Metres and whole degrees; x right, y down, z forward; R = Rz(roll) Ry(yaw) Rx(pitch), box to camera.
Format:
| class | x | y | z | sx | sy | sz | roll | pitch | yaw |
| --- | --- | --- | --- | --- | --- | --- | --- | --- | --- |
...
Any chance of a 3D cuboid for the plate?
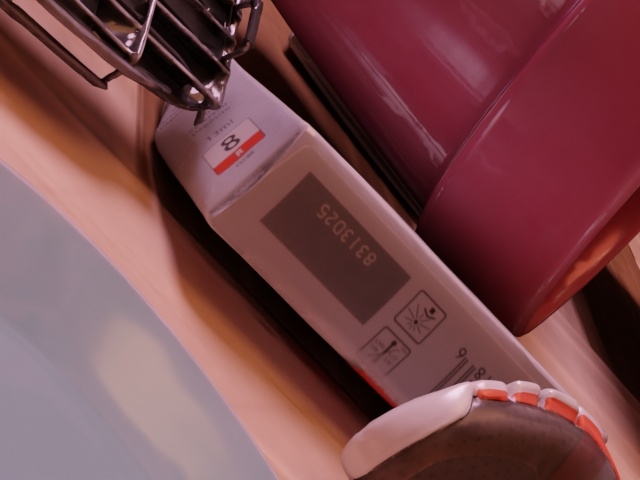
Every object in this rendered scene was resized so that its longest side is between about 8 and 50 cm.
| class | x | y | z | sx | sy | sz | roll | pitch | yaw |
| --- | --- | --- | --- | --- | --- | --- | --- | --- | --- |
| plate | -0.049 | 0.049 | 0.328 | 0.188 | 0.024 | 0.188 | 48 | 15 | -17 |

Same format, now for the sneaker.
| class | x | y | z | sx | sy | sz | roll | pitch | yaw |
| --- | --- | --- | --- | --- | --- | --- | --- | --- | --- |
| sneaker | 0.065 | 0.092 | 0.527 | 0.158 | 0.061 | 0.065 | 39 | 26 | -43 |

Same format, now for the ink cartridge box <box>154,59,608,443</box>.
| class | x | y | z | sx | sy | sz | roll | pitch | yaw |
| --- | --- | --- | --- | --- | --- | --- | --- | --- | --- |
| ink cartridge box | 0.000 | 0.000 | 0.615 | 0.145 | 0.045 | 0.179 | 46 | -3 | -26 |

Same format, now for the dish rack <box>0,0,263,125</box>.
| class | x | y | z | sx | sy | sz | roll | pitch | yaw |
| --- | --- | --- | --- | --- | --- | --- | --- | --- | --- |
| dish rack | -0.088 | -0.162 | 0.571 | 0.208 | 0.074 | 0.271 | 44 | 35 | -32 |

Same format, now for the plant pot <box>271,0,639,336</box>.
| class | x | y | z | sx | sy | sz | roll | pitch | yaw |
| --- | --- | --- | --- | --- | --- | --- | --- | --- | --- |
| plant pot | 0.073 | -0.096 | 0.695 | 0.180 | 0.201 | 0.201 | 42 | 12 | 10 |

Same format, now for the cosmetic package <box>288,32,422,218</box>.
| class | x | y | z | sx | sy | sz | roll | pitch | yaw |
| --- | --- | --- | --- | --- | --- | --- | --- | --- | --- |
| cosmetic package | 0.071 | -0.090 | 0.904 | 0.127 | 0.107 | 0.238 | 52 | 11 | -5 |
